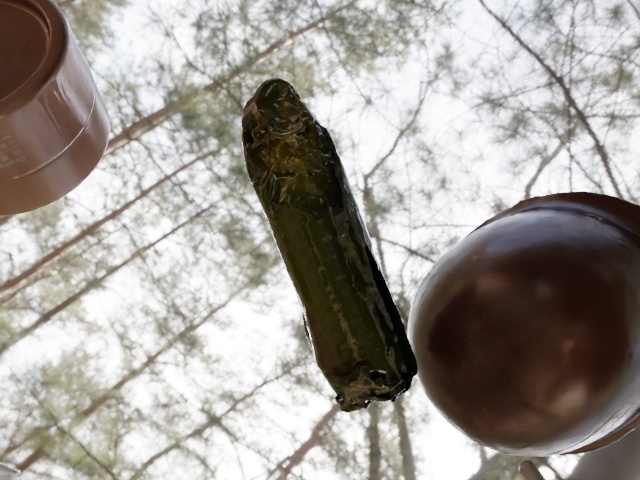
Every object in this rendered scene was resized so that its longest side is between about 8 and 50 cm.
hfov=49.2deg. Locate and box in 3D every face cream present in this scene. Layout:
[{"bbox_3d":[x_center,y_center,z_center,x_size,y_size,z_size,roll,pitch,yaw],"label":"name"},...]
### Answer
[{"bbox_3d":[-0.248,-0.107,0.531,0.149,0.149,0.104,39,-21,23],"label":"face cream"}]

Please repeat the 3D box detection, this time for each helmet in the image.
[{"bbox_3d":[0.255,0.113,0.865,0.385,0.230,0.338,-40,-111,30],"label":"helmet"}]

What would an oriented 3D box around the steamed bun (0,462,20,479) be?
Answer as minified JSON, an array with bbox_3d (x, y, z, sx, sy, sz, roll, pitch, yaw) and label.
[{"bbox_3d":[-0.446,0.340,0.786,0.200,0.170,0.225,26,8,-4],"label":"steamed bun"}]

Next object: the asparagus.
[{"bbox_3d":[0.000,0.000,0.787,0.108,0.128,0.382,-16,-81,29],"label":"asparagus"}]

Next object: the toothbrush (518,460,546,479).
[{"bbox_3d":[0.289,0.346,0.715,0.276,0.019,0.025,56,-8,5],"label":"toothbrush"}]
